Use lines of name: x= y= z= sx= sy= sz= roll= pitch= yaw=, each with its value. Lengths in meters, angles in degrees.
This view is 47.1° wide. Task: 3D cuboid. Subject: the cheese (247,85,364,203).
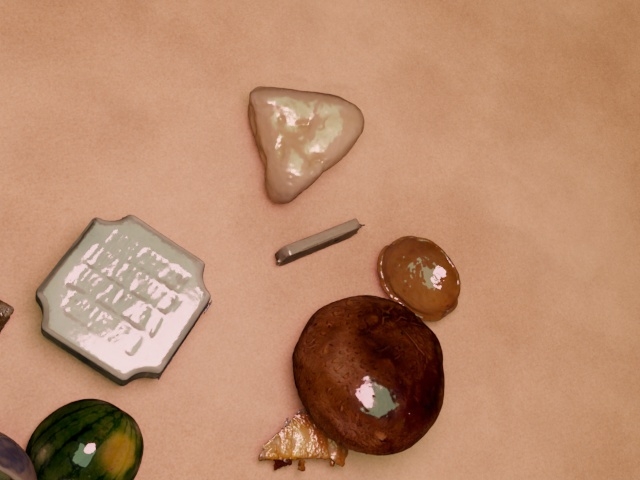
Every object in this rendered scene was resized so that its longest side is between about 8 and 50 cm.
cheese: x=-0.023 y=-0.206 z=1.602 sx=0.248 sy=0.173 sz=0.251 roll=-6 pitch=78 yaw=-9

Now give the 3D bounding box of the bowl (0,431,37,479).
bowl: x=-0.617 y=0.411 z=1.262 sx=0.289 sy=0.146 sz=0.289 roll=-3 pitch=122 yaw=-5

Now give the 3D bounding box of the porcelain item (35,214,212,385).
porcelain item: x=-0.377 y=0.117 z=1.425 sx=0.286 sy=0.157 sz=0.281 roll=33 pitch=68 yaw=-6

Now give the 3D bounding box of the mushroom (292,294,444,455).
mushroom: x=0.104 y=0.257 z=1.496 sx=0.345 sy=0.345 sz=0.239 roll=20 pitch=109 yaw=-12

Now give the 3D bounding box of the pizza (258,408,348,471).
pizza: x=-0.040 y=0.410 z=1.505 sx=0.194 sy=0.069 sz=0.154 roll=-17 pitch=81 yaw=-19

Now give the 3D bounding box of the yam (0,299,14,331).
yam: x=-0.671 y=0.114 z=1.381 sx=0.179 sy=0.078 sz=0.078 roll=34 pitch=70 yaw=-6

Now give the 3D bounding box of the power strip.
power strip: x=0.000 y=0.000 z=1.610 sx=0.227 sy=0.080 sz=0.029 roll=-22 pitch=79 yaw=-21

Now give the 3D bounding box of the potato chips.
potato chips: x=0.216 y=0.089 z=1.665 sx=0.208 sy=0.062 sz=0.195 roll=17 pitch=67 yaw=-11

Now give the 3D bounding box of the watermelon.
watermelon: x=-0.442 y=0.406 z=1.354 sx=0.232 sy=0.127 sz=0.204 roll=-36 pitch=93 yaw=-16
